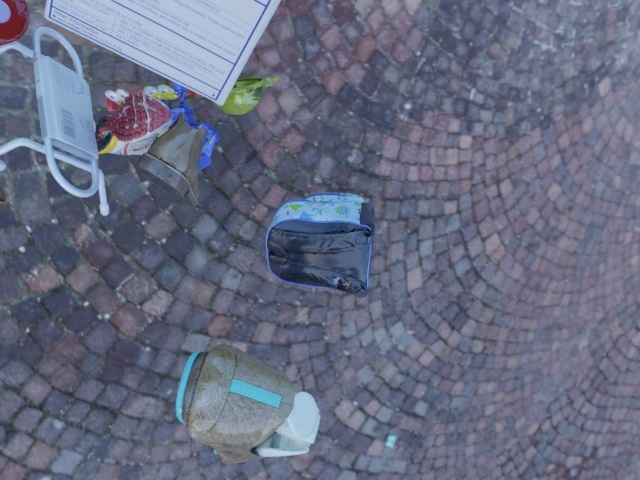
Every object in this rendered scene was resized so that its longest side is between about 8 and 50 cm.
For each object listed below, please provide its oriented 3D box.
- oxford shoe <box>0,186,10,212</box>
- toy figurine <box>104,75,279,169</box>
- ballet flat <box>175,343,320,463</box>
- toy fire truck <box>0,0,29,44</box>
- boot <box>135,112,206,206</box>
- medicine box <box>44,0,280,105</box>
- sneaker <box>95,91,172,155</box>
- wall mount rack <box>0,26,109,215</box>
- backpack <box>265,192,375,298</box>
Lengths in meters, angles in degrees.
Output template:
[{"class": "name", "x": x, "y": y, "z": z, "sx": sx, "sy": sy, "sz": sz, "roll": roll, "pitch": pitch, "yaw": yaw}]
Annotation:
[{"class": "oxford shoe", "x": -0.265, "y": -0.053, "z": 0.451, "sx": 0.076, "sy": 0.212, "sz": 0.076, "roll": -5, "pitch": 89, "yaw": -19}, {"class": "toy figurine", "x": -0.260, "y": -0.222, "z": 1.359, "sx": 0.191, "sy": 0.362, "sz": 0.217, "roll": -38, "pitch": 126, "yaw": -68}, {"class": "ballet flat", "x": -0.062, "y": 0.186, "z": 0.697, "sx": 0.124, "sy": 0.342, "sz": 0.116, "roll": 12, "pitch": 68, "yaw": 4}, {"class": "toy fire truck", "x": -0.642, "y": -0.374, "z": 1.027, "sx": 0.254, "sy": 0.169, "sz": 0.302, "roll": 46, "pitch": 66, "yaw": -37}, {"class": "boot", "x": -0.234, "y": -0.132, "z": 1.089, "sx": 0.112, "sy": 0.305, "sz": 0.115, "roll": 31, "pitch": 82, "yaw": -10}, {"class": "medicine box", "x": -0.179, "y": -0.359, "z": 0.820, "sx": 0.263, "sy": 0.289, "sz": 0.149, "roll": 25, "pitch": 55, "yaw": -16}, {"class": "sneaker", "x": -0.330, "y": -0.208, "z": 1.176, "sx": 0.092, "sy": 0.225, "sz": 0.088, "roll": 7, "pitch": 82, "yaw": -41}, {"class": "wall mount rack", "x": -0.476, "y": -0.203, "z": 1.200, "sx": 0.130, "sy": 0.350, "sz": 0.304, "roll": -22, "pitch": 158, "yaw": 19}, {"class": "backpack", "x": 0.000, "y": 0.000, "z": 0.713, "sx": 0.114, "sy": 0.084, "sz": 0.105, "roll": 4, "pitch": 126, "yaw": 2}]
